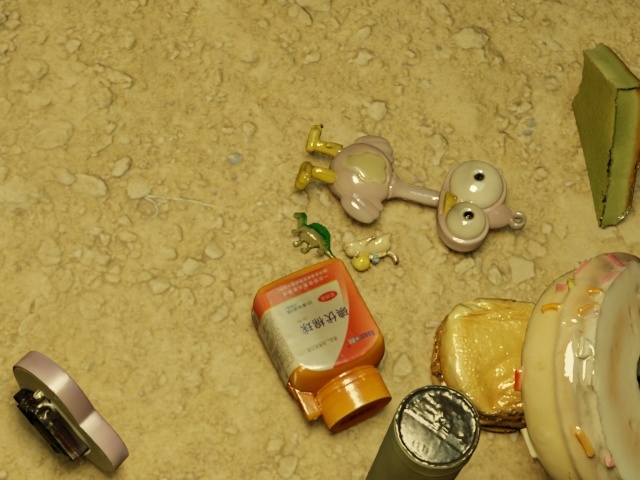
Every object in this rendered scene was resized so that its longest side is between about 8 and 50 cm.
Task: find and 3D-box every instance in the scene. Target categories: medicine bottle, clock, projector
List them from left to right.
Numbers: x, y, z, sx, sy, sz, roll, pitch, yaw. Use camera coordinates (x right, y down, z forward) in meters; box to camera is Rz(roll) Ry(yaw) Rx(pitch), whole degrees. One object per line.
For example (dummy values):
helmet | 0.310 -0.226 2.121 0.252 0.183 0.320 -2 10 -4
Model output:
clock | -0.353 0.236 1.546 0.064 0.172 0.198 -45 115 -27
medicine bottle | 0.009 0.154 1.664 0.149 0.112 0.222 -22 70 -18
projector | 0.126 0.288 1.496 0.108 0.337 0.108 2 64 -4

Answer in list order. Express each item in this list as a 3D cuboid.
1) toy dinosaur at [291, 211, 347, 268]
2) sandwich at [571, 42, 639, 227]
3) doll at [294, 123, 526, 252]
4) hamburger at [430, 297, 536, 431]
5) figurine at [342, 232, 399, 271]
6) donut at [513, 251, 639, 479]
toy dinosaur | -0.001 -0.001 1.788 0.119 0.029 0.060 35 48 6
sandwich | 0.468 -0.179 1.896 0.063 0.245 0.212 -2 30 -5
doll | 0.146 -0.078 1.806 0.365 0.094 0.160 14 58 0
hamburger | 0.264 0.177 1.696 0.213 0.108 0.214 3 65 -6
figurine | 0.078 0.020 1.780 0.083 0.047 0.051 -13 78 -10
donut | 0.405 0.199 1.603 0.382 0.142 0.383 12 73 -48
